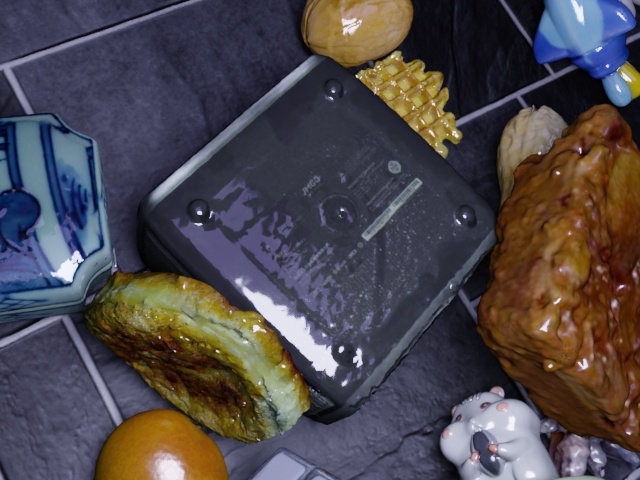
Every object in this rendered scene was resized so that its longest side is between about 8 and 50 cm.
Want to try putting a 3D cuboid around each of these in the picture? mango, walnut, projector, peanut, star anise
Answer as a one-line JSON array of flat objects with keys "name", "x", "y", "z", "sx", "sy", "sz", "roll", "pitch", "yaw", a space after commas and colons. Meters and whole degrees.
[{"name": "mango", "x": -0.208, "y": 0.353, "z": 0.966, "sx": 0.175, "sy": 0.139, "sz": 0.255, "roll": -4, "pitch": 80, "yaw": -4}, {"name": "walnut", "x": 0.066, "y": -0.385, "z": 1.276, "sx": 0.206, "sy": 0.159, "sz": 0.159, "roll": -23, "pitch": 78, "yaw": -18}, {"name": "projector", "x": 0.000, "y": 0.000, "z": 1.080, "sx": 0.405, "sy": 0.242, "sz": 0.395, "roll": 44, "pitch": 66, "yaw": 2}, {"name": "peanut", "x": 0.374, "y": -0.074, "z": 1.255, "sx": 0.149, "sy": 0.149, "sz": 0.313, "roll": 6, "pitch": 74, "yaw": -12}, {"name": "star anise", "x": 0.418, "y": 0.284, "z": 1.164, "sx": 0.229, "sy": 0.093, "sz": 0.236, "roll": 34, "pitch": 63, "yaw": -1}]

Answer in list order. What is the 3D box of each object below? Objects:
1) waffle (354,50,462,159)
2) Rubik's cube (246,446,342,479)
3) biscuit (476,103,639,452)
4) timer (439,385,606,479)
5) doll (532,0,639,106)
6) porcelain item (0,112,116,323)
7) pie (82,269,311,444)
[{"name": "waffle", "x": 0.152, "y": -0.223, "z": 1.294, "sx": 0.219, "sy": 0.057, "sz": 0.229, "roll": -34, "pitch": 83, "yaw": -22}, {"name": "Rubik's cube", "x": -0.005, "y": 0.474, "z": 0.836, "sx": 0.301, "sy": 0.303, "sz": 0.305, "roll": -42, "pitch": 113, "yaw": -22}, {"name": "biscuit", "x": 0.387, "y": 0.058, "z": 1.054, "sx": 0.342, "sy": 0.166, "sz": 0.395, "roll": 44, "pitch": 58, "yaw": -28}, {"name": "timer", "x": 0.278, "y": 0.362, "z": 1.038, "sx": 0.290, "sy": 0.291, "sz": 0.315, "roll": -6, "pitch": 51, "yaw": -16}, {"name": "doll", "x": 0.536, "y": -0.463, "z": 1.400, "sx": 0.376, "sy": 0.187, "sz": 0.366, "roll": 16, "pitch": 69, "yaw": -8}, {"name": "porcelain item", "x": -0.444, "y": -0.031, "z": 1.030, "sx": 0.285, "sy": 0.157, "sz": 0.282, "roll": -6, "pitch": 72, "yaw": -16}, {"name": "pie", "x": -0.168, "y": 0.145, "z": 0.948, "sx": 0.288, "sy": 0.354, "sz": 0.103, "roll": 44, "pitch": 59, "yaw": -18}]
